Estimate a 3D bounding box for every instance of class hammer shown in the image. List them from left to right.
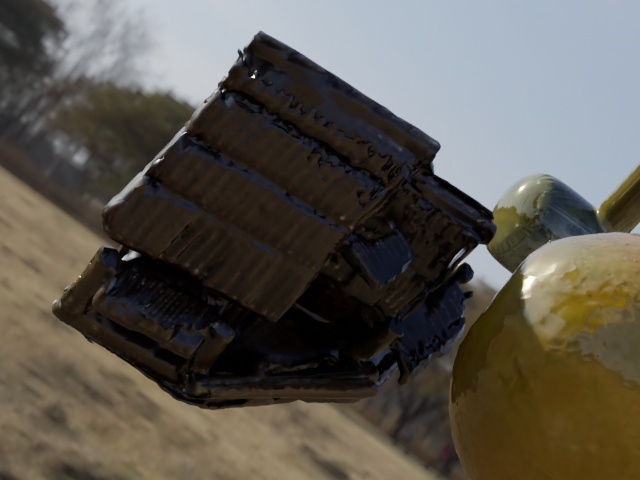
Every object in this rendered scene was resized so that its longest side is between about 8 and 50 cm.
[{"bbox_3d":[0.330,-0.047,1.647,0.202,0.305,0.113,34,28,-20],"label":"hammer"}]

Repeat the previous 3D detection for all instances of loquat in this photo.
[{"bbox_3d":[0.234,0.130,1.225,0.275,0.275,0.275,36,-3,2],"label":"loquat"}]

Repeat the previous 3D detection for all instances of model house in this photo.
[{"bbox_3d":[0.000,0.000,1.319,0.317,0.297,0.282,35,-47,-5],"label":"model house"}]
